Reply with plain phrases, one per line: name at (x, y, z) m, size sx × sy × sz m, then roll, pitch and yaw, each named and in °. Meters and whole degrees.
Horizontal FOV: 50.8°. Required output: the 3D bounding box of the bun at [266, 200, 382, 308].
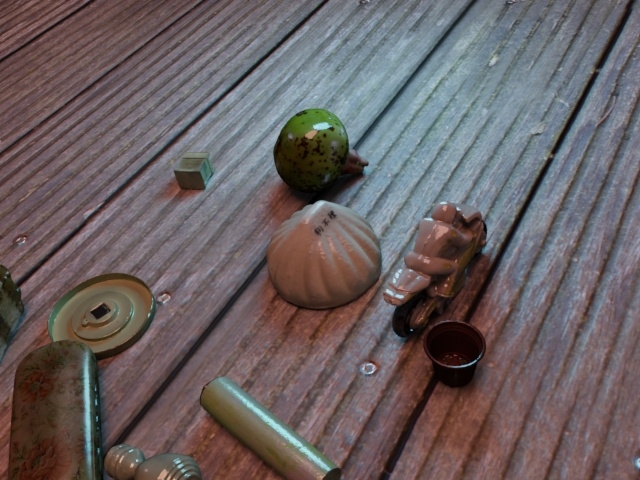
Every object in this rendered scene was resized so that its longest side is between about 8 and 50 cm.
bun at (0.000, 0.000, 1.458) m, size 0.263 × 0.175 × 0.263 m, roll -6°, pitch 46°, yaw 7°

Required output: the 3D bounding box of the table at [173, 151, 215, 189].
table at (-0.333, -0.186, 1.794) m, size 0.079 × 0.062 × 0.083 m, roll 3°, pitch 46°, yaw 15°

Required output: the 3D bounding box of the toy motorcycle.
toy motorcycle at (0.238, 0.032, 1.342) m, size 0.108 × 0.223 × 0.340 m, roll 22°, pitch 55°, yaw 34°

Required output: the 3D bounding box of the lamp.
lamp at (-0.285, 0.406, 1.160) m, size 0.193 × 0.106 × 0.106 m, roll 9°, pitch 47°, yaw 34°

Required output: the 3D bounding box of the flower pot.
flower pot at (0.247, 0.215, 1.243) m, size 0.111 × 0.089 × 0.111 m, roll -5°, pitch 45°, yaw 5°

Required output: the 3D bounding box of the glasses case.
glasses case at (-0.485, 0.360, 1.240) m, size 0.157 × 0.098 × 0.425 m, roll -16°, pitch 45°, yaw -7°

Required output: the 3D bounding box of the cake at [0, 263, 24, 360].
cake at (-0.785, 0.183, 1.414) m, size 0.199 × 0.196 × 0.293 m, roll -3°, pitch 43°, yaw 6°

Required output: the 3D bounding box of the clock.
clock at (-0.483, 0.163, 1.492) m, size 0.235 × 0.029 × 0.235 m, roll -6°, pitch 44°, yaw 6°

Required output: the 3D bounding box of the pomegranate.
pomegranate at (0.007, -0.214, 1.679) m, size 0.248 × 0.214 × 0.214 m, roll 11°, pitch 36°, yaw -27°

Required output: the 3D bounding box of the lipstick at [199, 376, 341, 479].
lipstick at (-0.096, 0.343, 1.196) m, size 0.304 × 0.076 × 0.076 m, roll 28°, pitch 56°, yaw 34°
